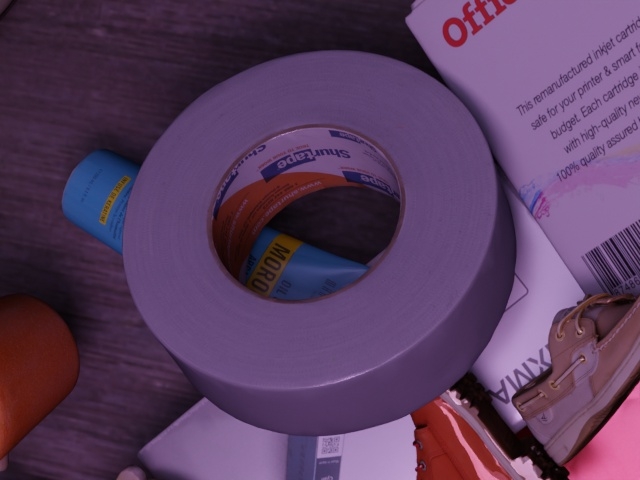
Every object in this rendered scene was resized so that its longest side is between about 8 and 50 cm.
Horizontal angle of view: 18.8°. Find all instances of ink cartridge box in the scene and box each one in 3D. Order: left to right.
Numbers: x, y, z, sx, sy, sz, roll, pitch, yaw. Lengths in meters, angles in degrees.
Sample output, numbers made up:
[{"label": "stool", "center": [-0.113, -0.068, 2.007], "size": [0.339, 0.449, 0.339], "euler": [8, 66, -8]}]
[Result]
[{"label": "ink cartridge box", "center": [0.079, 0.142, 1.194], "size": [0.296, 0.066, 0.261], "euler": [-40, 83, 12]}, {"label": "ink cartridge box", "center": [0.208, -0.076, 1.083], "size": [0.201, 0.117, 0.278], "euler": [-38, 84, 47]}]

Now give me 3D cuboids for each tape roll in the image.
[{"label": "tape roll", "center": [0.000, 0.000, 1.114], "size": [0.219, 0.072, 0.219], "euler": [-7, 60, 13]}]

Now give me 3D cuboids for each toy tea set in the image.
[{"label": "toy tea set", "center": [-0.184, 0.187, 1.197], "size": [0.336, 0.124, 0.200], "euler": [52, 130, 4]}]

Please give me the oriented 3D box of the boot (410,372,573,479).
[{"label": "boot", "center": [0.071, 0.122, 1.133], "size": [0.084, 0.059, 0.158], "euler": [-44, 83, 17]}]

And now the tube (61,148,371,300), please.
[{"label": "tube", "center": [-0.067, 0.009, 1.201], "size": [0.207, 0.052, 0.080], "euler": [28, 93, 24]}]

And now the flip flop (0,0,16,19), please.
[{"label": "flip flop", "center": [-0.273, -0.123, 1.251], "size": [0.112, 0.080, 0.277], "euler": [36, 100, 9]}]

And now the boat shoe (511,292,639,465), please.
[{"label": "boat shoe", "center": [0.152, 0.062, 1.076], "size": [0.059, 0.063, 0.170], "euler": [42, 138, 13]}]
